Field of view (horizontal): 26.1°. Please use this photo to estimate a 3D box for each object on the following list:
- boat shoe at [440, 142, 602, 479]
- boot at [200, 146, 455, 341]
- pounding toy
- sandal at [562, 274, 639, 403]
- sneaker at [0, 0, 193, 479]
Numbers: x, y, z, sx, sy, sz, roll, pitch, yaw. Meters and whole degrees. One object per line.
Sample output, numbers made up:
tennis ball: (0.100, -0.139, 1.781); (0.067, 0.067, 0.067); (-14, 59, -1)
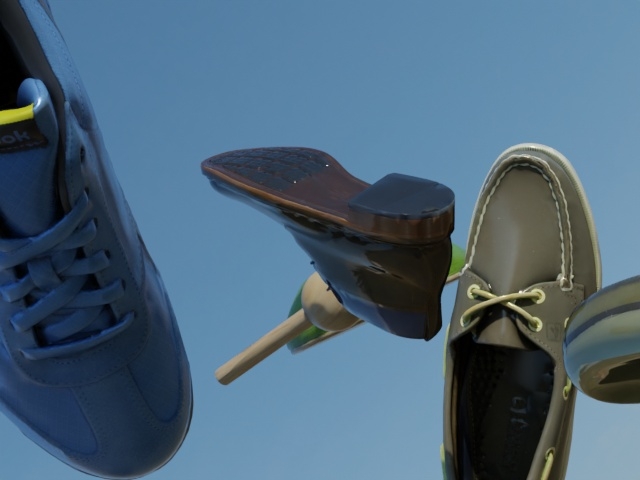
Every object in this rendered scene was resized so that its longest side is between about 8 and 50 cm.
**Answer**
boat shoe: (0.149, 0.078, 1.051); (0.091, 0.109, 0.305); (-7, -79, -69)
boot: (0.000, 0.000, 0.985); (0.082, 0.219, 0.106); (-29, -56, -41)
pounding toy: (0.018, 0.022, 1.211); (0.183, 0.110, 0.237); (-29, -6, 40)
sandal: (0.174, 0.041, 0.476); (0.303, 0.120, 0.086); (120, 154, -73)
sneaker: (-0.088, -0.006, 0.396); (0.069, 0.082, 0.209); (-24, -66, -11)
